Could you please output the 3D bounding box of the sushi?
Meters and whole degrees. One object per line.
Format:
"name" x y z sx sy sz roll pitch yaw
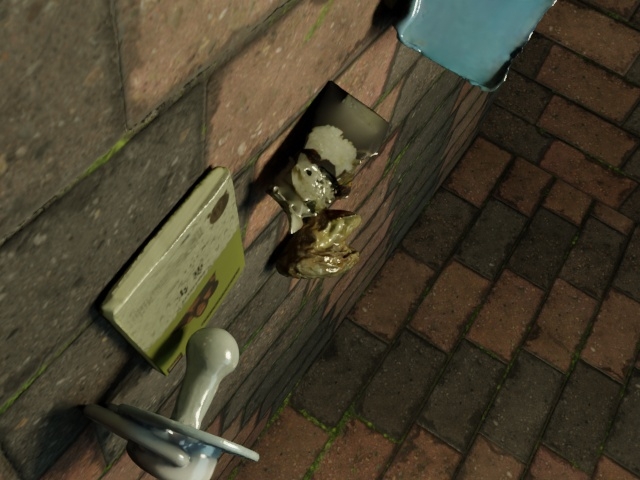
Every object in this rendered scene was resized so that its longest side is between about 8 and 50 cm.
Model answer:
"sushi" -0.009 -0.114 1.135 0.109 0.134 0.273 -14 -135 59

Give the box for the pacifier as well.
"pacifier" -0.196 0.226 0.989 0.287 0.238 0.226 -37 -151 64

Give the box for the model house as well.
"model house" 0.271 -0.437 1.203 0.237 0.215 0.303 -61 -176 29

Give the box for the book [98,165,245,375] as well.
"book" -0.191 0.060 0.998 0.239 0.035 0.352 -55 168 -20

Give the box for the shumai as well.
"shumai" 0.000 0.000 1.446 0.209 0.161 0.153 -11 113 -45

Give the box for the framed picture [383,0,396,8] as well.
"framed picture" 0.153 -0.479 1.075 0.203 0.015 0.150 -58 168 -1
